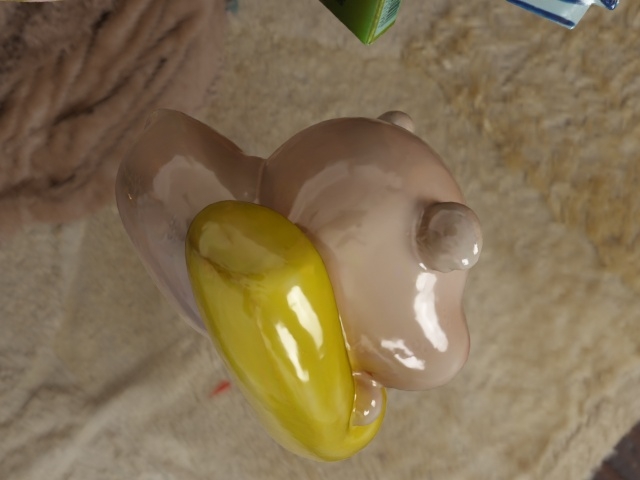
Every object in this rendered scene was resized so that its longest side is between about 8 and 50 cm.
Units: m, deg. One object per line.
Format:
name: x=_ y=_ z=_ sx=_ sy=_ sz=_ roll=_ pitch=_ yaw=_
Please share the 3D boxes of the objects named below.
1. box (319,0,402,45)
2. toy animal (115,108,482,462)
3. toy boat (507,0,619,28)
box: x=0.015 y=-0.300 z=1.067 sx=0.173 sy=0.311 sz=0.043 roll=44 pitch=71 yaw=11
toy animal: x=0.007 y=0.015 z=1.038 sx=0.247 sy=0.277 sz=0.345 roll=-35 pitch=31 yaw=-10
toy boat: x=0.177 y=-0.277 z=0.800 sx=0.220 sy=0.291 sz=0.067 roll=9 pitch=24 yaw=-4
